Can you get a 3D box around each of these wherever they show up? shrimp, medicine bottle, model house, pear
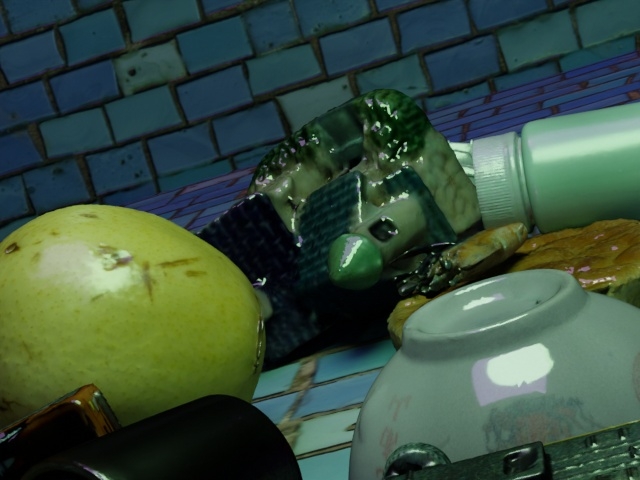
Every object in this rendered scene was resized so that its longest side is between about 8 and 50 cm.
[{"bbox_3d":[0.129,0.025,1.532,0.152,0.046,0.219,-20,3,35],"label":"shrimp"},{"bbox_3d":[0.299,-0.078,1.678,0.225,0.139,0.139,-9,13,14],"label":"medicine bottle"},{"bbox_3d":[0.001,0.002,1.729,0.298,0.243,0.284,-27,12,46],"label":"model house"},{"bbox_3d":[-0.207,0.112,1.431,0.309,0.309,0.309,-18,11,4],"label":"pear"}]

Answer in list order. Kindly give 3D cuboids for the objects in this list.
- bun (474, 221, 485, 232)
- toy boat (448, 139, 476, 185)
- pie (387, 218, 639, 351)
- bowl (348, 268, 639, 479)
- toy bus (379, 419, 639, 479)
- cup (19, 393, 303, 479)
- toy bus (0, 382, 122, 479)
[{"bbox_3d":[0.180,-0.030,1.942,0.222,0.127,0.222,-31,19,12],"label":"bun"},{"bbox_3d":[0.234,-0.073,1.801,0.260,0.085,0.078,11,-6,6],"label":"toy boat"},{"bbox_3d":[0.225,0.060,1.525,0.339,0.083,0.339,-19,9,3],"label":"pie"},{"bbox_3d":[0.154,0.120,1.140,0.345,0.157,0.345,-18,11,4],"label":"bowl"},{"bbox_3d":[0.135,0.187,0.921,0.335,0.123,0.121,-16,10,11],"label":"toy bus"},{"bbox_3d":[-0.148,0.217,1.142,0.239,0.166,0.177,-7,12,40],"label":"cup"},{"bbox_3d":[-0.345,0.248,1.290,0.408,0.093,0.092,-27,5,19],"label":"toy bus"}]
